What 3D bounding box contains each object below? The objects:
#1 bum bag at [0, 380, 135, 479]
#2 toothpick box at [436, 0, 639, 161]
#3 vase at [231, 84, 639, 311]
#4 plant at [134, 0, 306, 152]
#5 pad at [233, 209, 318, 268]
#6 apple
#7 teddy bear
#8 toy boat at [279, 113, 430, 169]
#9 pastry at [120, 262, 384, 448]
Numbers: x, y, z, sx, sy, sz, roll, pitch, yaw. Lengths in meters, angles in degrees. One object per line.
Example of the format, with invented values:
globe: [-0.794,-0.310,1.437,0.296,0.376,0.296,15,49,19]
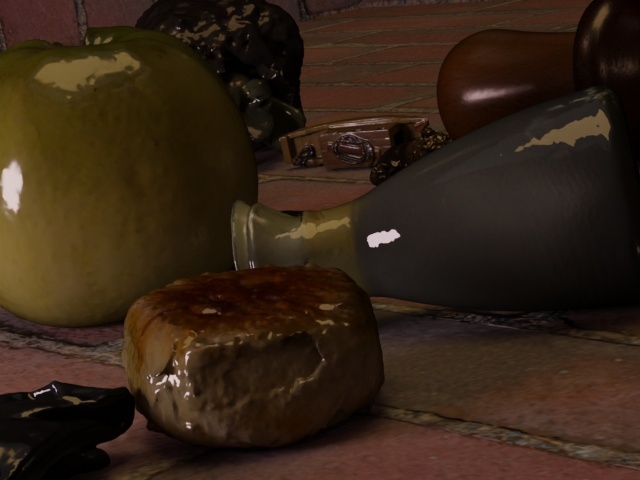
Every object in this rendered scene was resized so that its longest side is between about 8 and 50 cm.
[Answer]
bum bag: [-0.217,0.146,1.201,0.123,0.060,0.248,-3,13,21]
toothpick box: [0.282,-0.176,2.124,0.294,0.192,0.192,-5,11,45]
vase: [0.097,-0.007,1.507,0.321,0.173,0.173,-12,11,12]
plant: [-0.126,-0.208,2.496,0.215,0.213,0.312,-9,21,-10]
pad: [0.000,0.000,1.896,0.330,0.004,0.220,3,16,45]
apple: [-0.198,-0.060,1.720,0.292,0.254,0.292,-7,16,2]
teddy bear: [0.116,-0.086,2.050,0.119,0.078,0.160,-21,18,-34]
toy boat: [0.041,-0.119,2.325,0.200,0.057,0.077,-3,19,27]
pastry: [-0.043,0.079,1.320,0.182,0.093,0.192,-10,16,-12]
